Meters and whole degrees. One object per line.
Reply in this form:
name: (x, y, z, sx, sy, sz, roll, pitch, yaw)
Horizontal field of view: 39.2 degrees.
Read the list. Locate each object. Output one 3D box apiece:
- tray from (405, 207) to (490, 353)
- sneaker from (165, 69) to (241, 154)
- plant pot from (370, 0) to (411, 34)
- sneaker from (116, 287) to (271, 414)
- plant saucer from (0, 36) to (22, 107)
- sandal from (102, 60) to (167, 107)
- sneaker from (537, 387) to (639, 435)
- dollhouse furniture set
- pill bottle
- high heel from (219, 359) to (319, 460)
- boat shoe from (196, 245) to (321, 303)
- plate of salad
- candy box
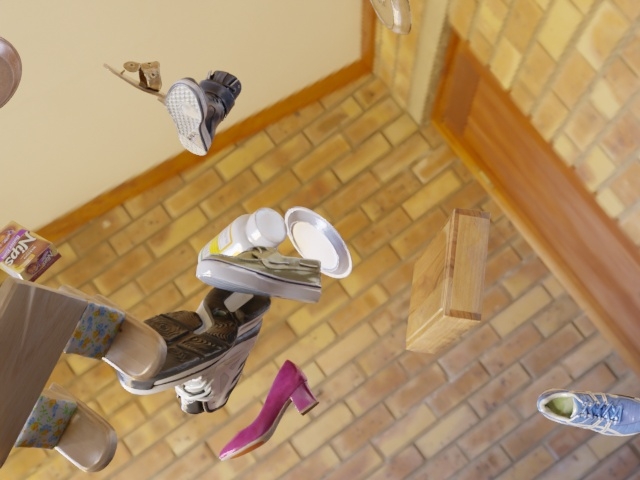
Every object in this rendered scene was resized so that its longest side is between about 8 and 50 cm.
tray: (0.244, 0.094, 1.791, 0.076, 0.202, 0.411, 9, -16, -3)
sneaker: (-0.225, -0.291, 1.760, 0.226, 0.086, 0.163, 95, -159, -66)
plant pot: (0.132, -0.551, 1.941, 0.032, 0.236, 0.236, -23, -12, -5)
sneaker: (-0.249, 0.268, 1.779, 0.447, 0.169, 0.257, -28, -44, -61)
plant saucer: (-0.671, -0.311, 1.739, 0.198, 0.198, 0.036, -35, -20, -12)
sandal: (-0.392, -0.378, 2.091, 0.240, 0.088, 0.079, 31, -83, -42)
sneaker: (0.494, 0.313, 1.629, 0.211, 0.080, 0.081, 0, -6, 26)
dollhouse furniture set: (-0.363, 0.242, 0.979, 0.394, 0.256, 0.362, -63, -31, 0)
pill bottle: (-0.167, 0.014, 1.970, 0.208, 0.117, 0.117, -38, -9, 40)
high heel: (-0.129, 0.361, 1.907, 0.244, 0.117, 0.082, -35, -19, -3)
boat shoe: (-0.115, 0.057, 1.747, 0.109, 0.094, 0.302, -2, -12, 42)
plate of salad: (0.000, 0.000, 2.002, 0.048, 0.200, 0.200, -43, -6, -29)
candy box: (-0.721, 0.029, 2.157, 0.109, 0.187, 0.053, -48, -40, -24)
